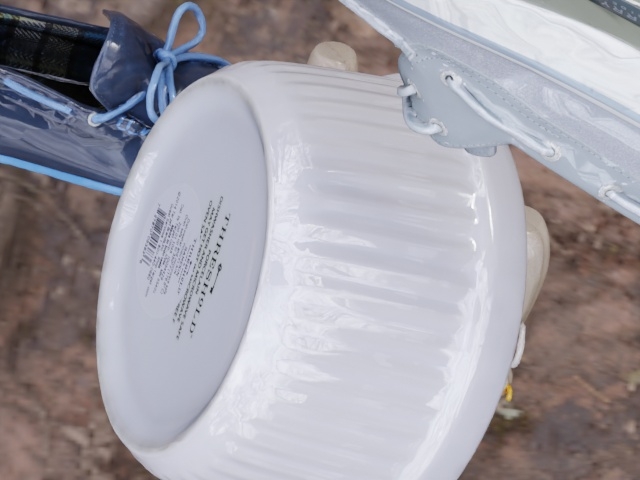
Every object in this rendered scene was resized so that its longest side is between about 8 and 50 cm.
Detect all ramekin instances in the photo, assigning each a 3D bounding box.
[{"bbox_3d":[-0.015,0.021,0.768,0.207,0.109,0.207,-32,52,53],"label":"ramekin"}]

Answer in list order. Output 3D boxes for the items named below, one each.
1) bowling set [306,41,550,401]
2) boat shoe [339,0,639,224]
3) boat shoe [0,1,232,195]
[{"bbox_3d":[0.000,0.000,1.233,0.287,0.199,0.154,48,140,39],"label":"bowling set"},{"bbox_3d":[0.065,-0.060,0.604,0.227,0.079,0.081,28,126,0],"label":"boat shoe"},{"bbox_3d":[-0.121,-0.082,0.997,0.109,0.258,0.089,-97,17,-48],"label":"boat shoe"}]
